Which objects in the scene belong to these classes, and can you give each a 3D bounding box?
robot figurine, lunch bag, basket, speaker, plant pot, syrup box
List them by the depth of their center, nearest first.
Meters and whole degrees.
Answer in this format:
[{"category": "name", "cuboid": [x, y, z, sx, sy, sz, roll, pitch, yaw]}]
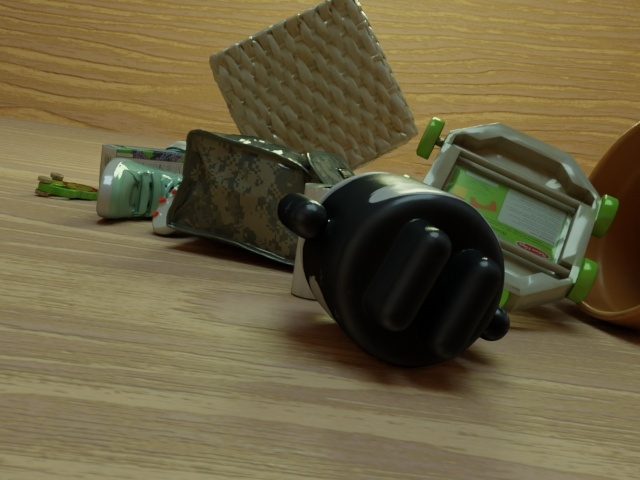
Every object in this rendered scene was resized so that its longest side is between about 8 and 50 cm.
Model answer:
[{"category": "robot figurine", "cuboid": [0.075, 0.026, 0.922, 0.173, 0.209, 0.278, -23, 16, -8]}, {"category": "speaker", "cuboid": [0.000, 0.000, 1.105, 0.055, 0.136, 0.055, 7, 9, -1]}, {"category": "plant pot", "cuboid": [0.489, 0.000, 1.200, 0.203, 0.291, 0.291, 23, 5, -17]}, {"category": "lunch bag", "cuboid": [-0.040, -0.055, 1.340, 0.286, 0.169, 0.235, 18, 8, 14]}, {"category": "syrup box", "cuboid": [-0.290, -0.124, 1.752, 0.236, 0.096, 0.093, 2, 11, -29]}, {"category": "basket", "cuboid": [-0.015, -0.272, 1.824, 0.328, 0.331, 0.266, -25, 7, 2]}]

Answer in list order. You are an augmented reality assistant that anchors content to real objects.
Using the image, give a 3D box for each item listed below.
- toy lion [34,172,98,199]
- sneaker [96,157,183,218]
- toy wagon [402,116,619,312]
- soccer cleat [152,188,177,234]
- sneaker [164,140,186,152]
[{"category": "toy lion", "cuboid": [-0.440, -0.090, 1.622, 0.096, 0.034, 0.100, 16, 9, 1]}, {"category": "sneaker", "cuboid": [-0.256, -0.076, 1.493, 0.151, 0.094, 0.256, 13, 11, 10]}, {"category": "toy wagon", "cuboid": [0.216, -0.013, 1.155, 0.267, 0.068, 0.344, 25, 52, 6]}, {"category": "soccer cleat", "cuboid": [-0.196, -0.059, 1.441, 0.068, 0.076, 0.196, -1, 35, 25]}, {"category": "sneaker", "cuboid": [-0.265, -0.146, 1.998, 0.275, 0.107, 0.110, 9, 27, 37]}]
